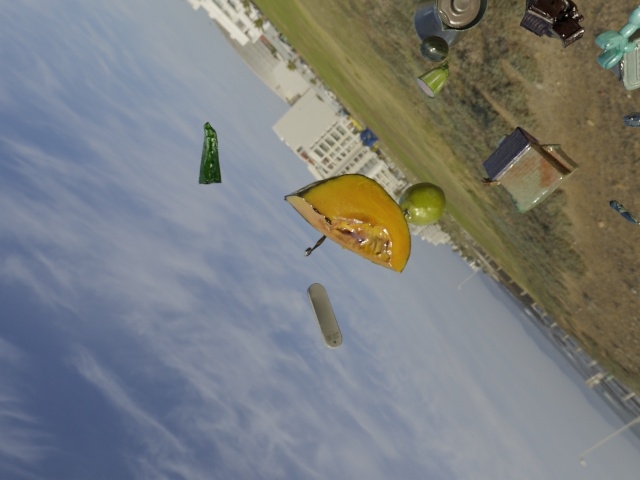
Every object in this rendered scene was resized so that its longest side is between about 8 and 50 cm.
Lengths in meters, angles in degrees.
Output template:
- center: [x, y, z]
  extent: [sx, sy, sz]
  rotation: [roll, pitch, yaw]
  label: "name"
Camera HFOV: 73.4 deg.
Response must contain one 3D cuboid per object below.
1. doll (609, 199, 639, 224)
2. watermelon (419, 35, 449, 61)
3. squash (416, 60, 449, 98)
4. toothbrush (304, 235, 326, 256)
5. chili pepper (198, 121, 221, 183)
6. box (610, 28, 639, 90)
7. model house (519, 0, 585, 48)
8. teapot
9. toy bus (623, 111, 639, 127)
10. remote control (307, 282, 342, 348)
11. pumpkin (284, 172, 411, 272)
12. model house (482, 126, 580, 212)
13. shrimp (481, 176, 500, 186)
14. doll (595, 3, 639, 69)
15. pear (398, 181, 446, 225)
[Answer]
- center: [1.060, -0.099, 1.500]
  extent: [0.037, 0.027, 0.125]
  rotation: [2, -137, -30]
  label: "doll"
- center: [0.379, -0.641, 1.436]
  extent: [0.110, 0.078, 0.078]
  rotation: [5, -146, -26]
  label: "watermelon"
- center: [0.442, -0.612, 1.606]
  extent: [0.105, 0.132, 0.105]
  rotation: [47, -172, -9]
  label: "squash"
- center: [0.000, 0.003, 1.887]
  extent: [0.023, 0.031, 0.321]
  rotation: [20, -154, 16]
  label: "toothbrush"
- center: [-0.410, -0.319, 1.571]
  extent: [0.059, 0.088, 0.227]
  rotation: [-166, 73, -72]
  label: "chili pepper"
- center: [1.047, -0.603, 1.356]
  extent: [0.135, 0.243, 0.163]
  rotation: [-85, -29, -54]
  label: "box"
- center: [0.676, -0.653, 1.233]
  extent: [0.203, 0.141, 0.164]
  rotation: [25, -151, -6]
  label: "model house"
- center: [0.549, -0.954, 1.757]
  extent: [0.253, 0.300, 0.344]
  rotation: [36, -165, -10]
  label: "teapot"
- center: [1.318, -0.494, 1.752]
  extent: [0.051, 0.061, 0.153]
  rotation: [53, 180, -20]
  label: "toy bus"
- center: [0.014, 0.273, 1.563]
  extent: [0.077, 0.022, 0.245]
  rotation: [-11, -105, -34]
  label: "remote control"
- center: [0.073, -0.063, 1.012]
  extent: [0.312, 0.148, 0.169]
  rotation: [39, 171, -19]
  label: "pumpkin"
- center: [0.825, -0.300, 1.720]
  extent: [0.312, 0.245, 0.280]
  rotation: [-18, -118, -48]
  label: "model house"
- center: [0.766, -0.310, 1.919]
  extent: [0.262, 0.117, 0.066]
  rotation: [-72, -29, -65]
  label: "shrimp"
- center: [0.872, -0.588, 1.223]
  extent: [0.159, 0.158, 0.059]
  rotation: [39, -154, -53]
  label: "doll"
- center: [0.495, -0.176, 2.081]
  extent: [0.269, 0.212, 0.212]
  rotation: [-25, -112, -33]
  label: "pear"
